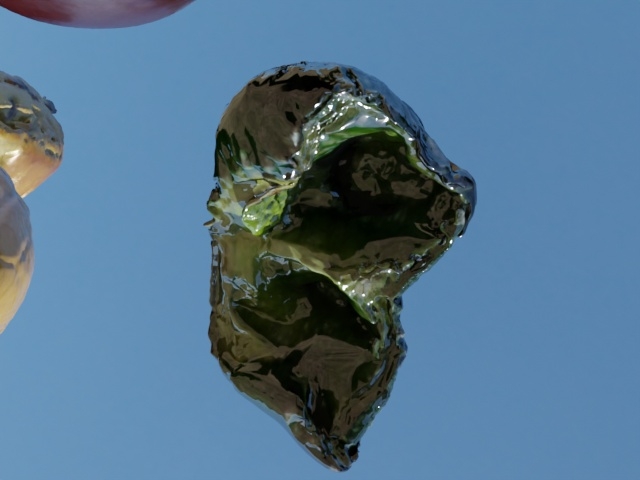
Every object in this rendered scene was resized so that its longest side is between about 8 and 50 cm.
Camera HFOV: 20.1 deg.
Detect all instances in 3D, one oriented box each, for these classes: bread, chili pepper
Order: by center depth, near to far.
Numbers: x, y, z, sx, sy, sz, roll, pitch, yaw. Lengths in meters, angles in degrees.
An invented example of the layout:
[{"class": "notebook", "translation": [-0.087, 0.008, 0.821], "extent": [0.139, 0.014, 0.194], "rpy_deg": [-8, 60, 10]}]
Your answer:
[{"class": "chili pepper", "translation": [0.005, -0.005, 1.129], "extent": [0.148, 0.116, 0.264], "rpy_deg": [32, -48, 34]}, {"class": "bread", "translation": [-0.332, -0.062, 1.587], "extent": [0.210, 0.235, 0.099], "rpy_deg": [-33, -97, 12]}]

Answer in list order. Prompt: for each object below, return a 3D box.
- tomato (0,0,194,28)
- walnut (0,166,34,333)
[{"class": "tomato", "translation": [-0.110, -0.238, 0.953], "extent": [0.298, 0.298, 0.226], "rpy_deg": [-37, -102, 29]}, {"class": "walnut", "translation": [-0.278, 0.009, 1.246], "extent": [0.159, 0.159, 0.207], "rpy_deg": [-52, -163, 11]}]
